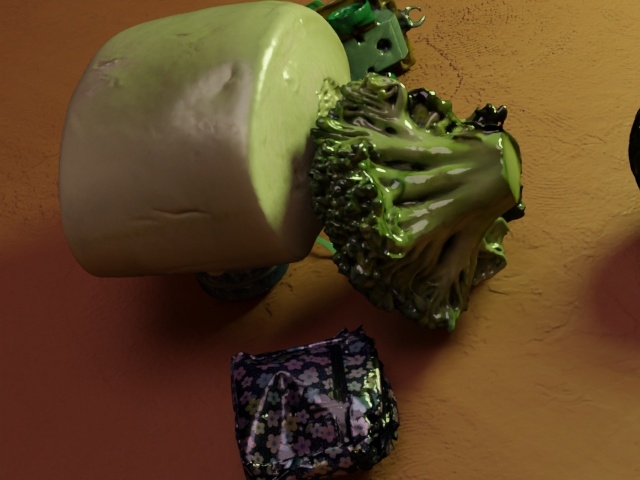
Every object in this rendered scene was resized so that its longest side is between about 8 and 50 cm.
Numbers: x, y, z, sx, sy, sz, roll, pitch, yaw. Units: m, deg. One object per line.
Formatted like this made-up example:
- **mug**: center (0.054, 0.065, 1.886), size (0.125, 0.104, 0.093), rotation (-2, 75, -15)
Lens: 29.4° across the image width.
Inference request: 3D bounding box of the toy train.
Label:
- **toy train**: center (-0.030, -0.303, 2.067), size (0.429, 0.178, 0.249), rotation (-28, 31, -8)

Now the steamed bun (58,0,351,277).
- **steamed bun**: center (-0.164, -0.166, 1.716), size (0.371, 0.289, 0.455), rotation (-3, 41, 17)

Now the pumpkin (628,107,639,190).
- **pumpkin**: center (0.522, -0.125, 1.587), size (0.238, 0.159, 0.237), rotation (-4, 61, 8)

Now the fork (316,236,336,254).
- **fork**: center (0.001, 0.002, 1.845), size (0.039, 0.021, 0.235), rotation (-40, 44, -25)

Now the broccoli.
- **broccoli**: center (0.131, -0.055, 1.620), size (0.272, 0.324, 0.334), rotation (4, 58, 13)

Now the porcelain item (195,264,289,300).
- **porcelain item**: center (-0.125, 0.011, 1.812), size (0.147, 0.114, 0.147), rotation (-10, 40, 9)

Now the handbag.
- **handbag**: center (-0.007, 0.215, 1.550), size (0.208, 0.126, 0.228), rotation (-11, 43, 2)
